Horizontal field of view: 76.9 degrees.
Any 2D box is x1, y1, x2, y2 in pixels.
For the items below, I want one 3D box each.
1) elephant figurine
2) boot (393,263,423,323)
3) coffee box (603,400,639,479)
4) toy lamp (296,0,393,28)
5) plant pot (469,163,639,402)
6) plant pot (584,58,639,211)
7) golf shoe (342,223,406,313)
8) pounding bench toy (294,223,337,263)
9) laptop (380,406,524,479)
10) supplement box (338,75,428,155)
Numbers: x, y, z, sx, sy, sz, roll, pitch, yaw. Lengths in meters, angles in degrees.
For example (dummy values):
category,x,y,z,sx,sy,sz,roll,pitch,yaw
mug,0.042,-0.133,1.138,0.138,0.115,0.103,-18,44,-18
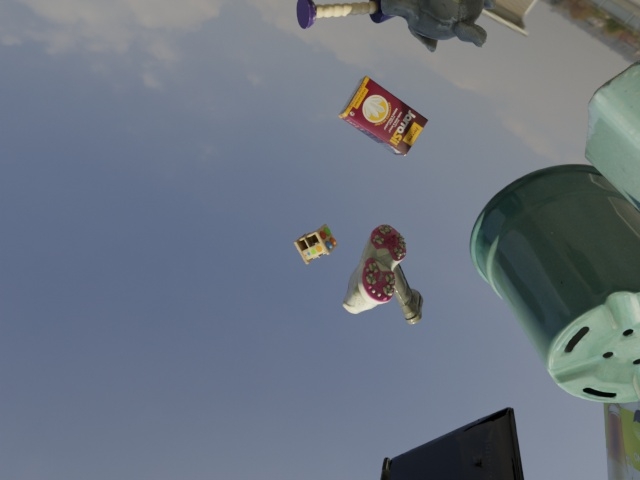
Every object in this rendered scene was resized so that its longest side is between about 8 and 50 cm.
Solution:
category,x,y,z,sx,sy,sz,roll,pitch,yaw
elephant figurine,0.208,-0.412,0.671,0.169,0.186,0.239,12,-158,20
boot,0.247,0.133,1.256,0.208,0.076,0.189,56,-166,-13
coffee box,0.822,0.493,0.802,0.338,0.337,0.334,2,-102,17
toy lamp,0.079,-0.573,0.995,0.275,0.080,0.080,-19,-119,-24
plant pot,0.489,0.079,0.742,0.341,0.341,0.334,24,-149,-10
plant pot,0.399,-0.062,0.301,0.248,0.247,0.252,2,-123,-57
golf shoe,0.136,0.068,1.055,0.115,0.140,0.306,39,-141,-4
pounding bench toy,0.000,0.000,0.820,0.052,0.065,0.083,61,-152,-7
laptop,0.184,0.528,0.577,0.236,0.407,0.382,-6,-157,22
supplement box,0.153,-0.303,0.996,0.188,0.104,0.081,30,-172,-13
